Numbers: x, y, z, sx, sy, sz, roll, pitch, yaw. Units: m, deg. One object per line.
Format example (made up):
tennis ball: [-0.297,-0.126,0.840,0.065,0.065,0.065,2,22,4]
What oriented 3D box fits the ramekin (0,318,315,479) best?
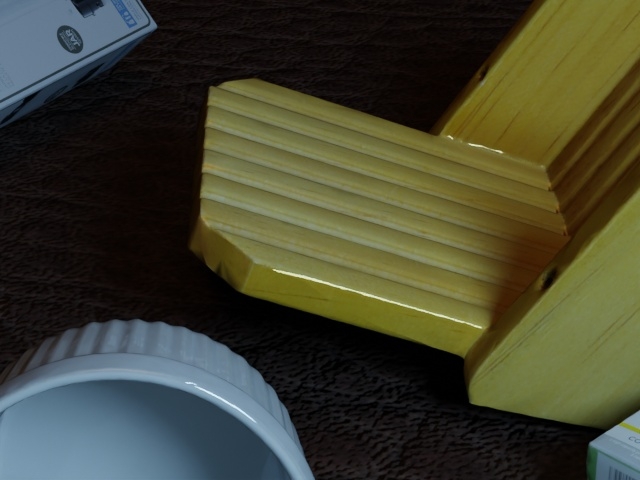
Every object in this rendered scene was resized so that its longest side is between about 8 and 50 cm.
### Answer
ramekin: [-0.100,0.138,0.831,0.207,0.207,0.109,-2,21,-1]

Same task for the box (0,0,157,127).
box: [-0.304,-0.195,1.454,0.087,0.169,0.290,-30,4,43]

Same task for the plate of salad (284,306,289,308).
plate of salad: [0.000,0.000,1.228,0.200,0.048,0.200,8,31,-5]

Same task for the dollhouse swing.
dollhouse swing: [0.118,-0.089,1.112,0.305,0.315,0.347,31,24,-17]

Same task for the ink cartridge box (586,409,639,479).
ink cartridge box: [0.269,0.127,0.973,0.209,0.062,0.109,-24,36,-36]
